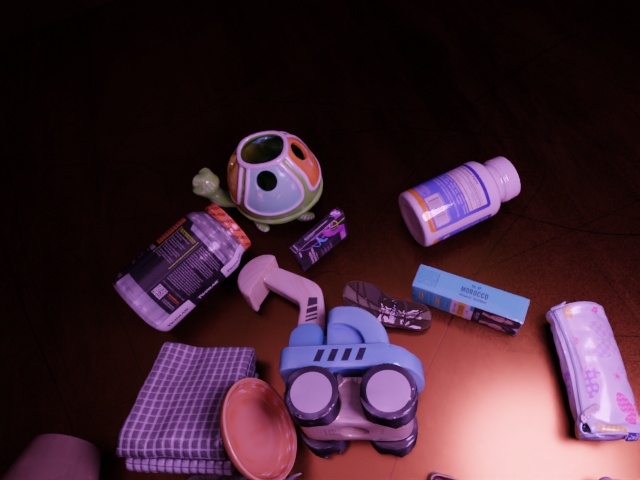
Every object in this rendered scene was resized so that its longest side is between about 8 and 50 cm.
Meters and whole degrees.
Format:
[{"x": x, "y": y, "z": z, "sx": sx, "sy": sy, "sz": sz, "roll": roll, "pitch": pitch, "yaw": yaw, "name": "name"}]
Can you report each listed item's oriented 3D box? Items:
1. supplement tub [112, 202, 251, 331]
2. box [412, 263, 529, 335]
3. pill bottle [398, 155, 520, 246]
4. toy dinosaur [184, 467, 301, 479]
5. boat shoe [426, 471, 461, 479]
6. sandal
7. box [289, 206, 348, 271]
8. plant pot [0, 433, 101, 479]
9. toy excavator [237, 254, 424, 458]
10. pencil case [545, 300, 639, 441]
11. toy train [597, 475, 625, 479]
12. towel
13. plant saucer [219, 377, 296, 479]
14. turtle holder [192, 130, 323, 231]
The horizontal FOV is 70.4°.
[{"x": -0.343, "y": 0.062, "z": 1.161, "sx": 0.316, "sy": 0.193, "sz": 0.193, "roll": -44, "pitch": 62, "yaw": -13, "name": "supplement tub"}, {"x": 0.336, "y": 0.136, "z": 1.039, "sx": 0.244, "sy": 0.100, "sz": 0.060, "roll": 19, "pitch": 68, "yaw": 20, "name": "box"}, {"x": 0.349, "y": -0.106, "z": 1.139, "sx": 0.272, "sy": 0.152, "sz": 0.152, "roll": -25, "pitch": 60, "yaw": -4, "name": "pill bottle"}, {"x": -0.179, "y": 0.498, "z": 0.952, "sx": 0.313, "sy": 0.121, "sz": 0.160, "roll": 23, "pitch": 49, "yaw": 36, "name": "toy dinosaur"}, {"x": 0.273, "y": 0.496, "z": 0.883, "sx": 0.135, "sy": 0.045, "sz": 0.050, "roll": 16, "pitch": 66, "yaw": 19, "name": "boat shoe"}, {"x": 0.155, "y": 0.162, "z": 1.089, "sx": 0.219, "sy": 0.060, "sz": 0.090, "roll": 14, "pitch": 70, "yaw": 2, "name": "sandal"}, {"x": 0.000, "y": 0.000, "z": 1.172, "sx": 0.162, "sy": 0.116, "sz": 0.029, "roll": -40, "pitch": 63, "yaw": -10, "name": "box"}, {"x": -0.569, "y": 0.537, "z": 0.934, "sx": 0.263, "sy": 0.263, "sz": 0.229, "roll": -4, "pitch": 45, "yaw": 9, "name": "plant pot"}, {"x": 0.005, "y": 0.223, "z": 1.023, "sx": 0.432, "sy": 0.222, "sz": 0.445, "roll": -4, "pitch": 47, "yaw": 10, "name": "toy excavator"}, {"x": 0.544, "y": 0.263, "z": 0.918, "sx": 0.124, "sy": 0.113, "sz": 0.273, "roll": 7, "pitch": 60, "yaw": -10, "name": "pencil case"}, {"x": 0.524, "y": 0.574, "z": 0.746, "sx": 0.190, "sy": 0.142, "sz": 0.334, "roll": 11, "pitch": 64, "yaw": 27, "name": "toy train"}, {"x": -0.269, "y": 0.344, "z": 0.977, "sx": 0.235, "sy": 0.121, "sz": 0.284, "roll": -4, "pitch": 35, "yaw": 9, "name": "towel"}, {"x": -0.124, "y": 0.369, "z": 0.882, "sx": 0.037, "sy": 0.200, "sz": 0.200, "roll": -34, "pitch": 57, "yaw": 22, "name": "plant saucer"}, {"x": -0.159, "y": -0.183, "z": 1.239, "sx": 0.320, "sy": 0.227, "sz": 0.243, "roll": 14, "pitch": 66, "yaw": 18, "name": "turtle holder"}]
